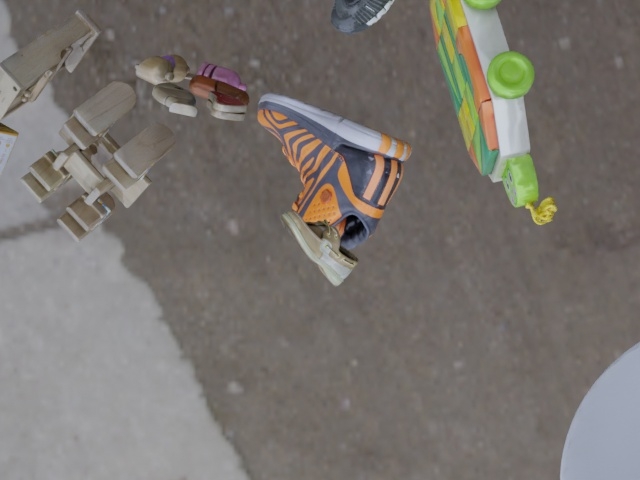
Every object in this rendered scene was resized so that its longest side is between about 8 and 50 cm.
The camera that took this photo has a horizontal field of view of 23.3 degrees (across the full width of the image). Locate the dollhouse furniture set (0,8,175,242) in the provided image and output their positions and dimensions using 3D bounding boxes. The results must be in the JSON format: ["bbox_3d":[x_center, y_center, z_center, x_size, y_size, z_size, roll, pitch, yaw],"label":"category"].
[{"bbox_3d":[-0.311,-0.161,2.086,0.242,0.161,0.212,48,141,-1],"label":"dollhouse furniture set"}]

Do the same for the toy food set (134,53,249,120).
[{"bbox_3d":[-0.082,-0.106,1.049,0.078,0.122,0.019,8,107,-26],"label":"toy food set"}]

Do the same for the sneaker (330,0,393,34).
[{"bbox_3d":[0.075,-0.374,1.967,0.234,0.078,0.106,-56,151,-8],"label":"sneaker"}]

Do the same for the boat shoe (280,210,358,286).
[{"bbox_3d":[0.000,0.000,1.715,0.045,0.050,0.135,-40,143,1],"label":"boat shoe"}]

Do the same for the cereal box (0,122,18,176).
[{"bbox_3d":[-0.466,-0.052,1.799,0.047,0.173,0.240,7,110,-63],"label":"cereal box"}]

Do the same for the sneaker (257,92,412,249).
[{"bbox_3d":[-0.015,-0.094,2.158,0.124,0.321,0.180,17,96,-34],"label":"sneaker"}]

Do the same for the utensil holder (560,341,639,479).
[{"bbox_3d":[0.412,0.289,1.404,0.327,0.328,0.385,-19,139,14],"label":"utensil holder"}]

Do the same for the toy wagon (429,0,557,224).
[{"bbox_3d":[0.213,-0.180,1.939,0.068,0.344,0.267,-14,166,-3],"label":"toy wagon"}]
